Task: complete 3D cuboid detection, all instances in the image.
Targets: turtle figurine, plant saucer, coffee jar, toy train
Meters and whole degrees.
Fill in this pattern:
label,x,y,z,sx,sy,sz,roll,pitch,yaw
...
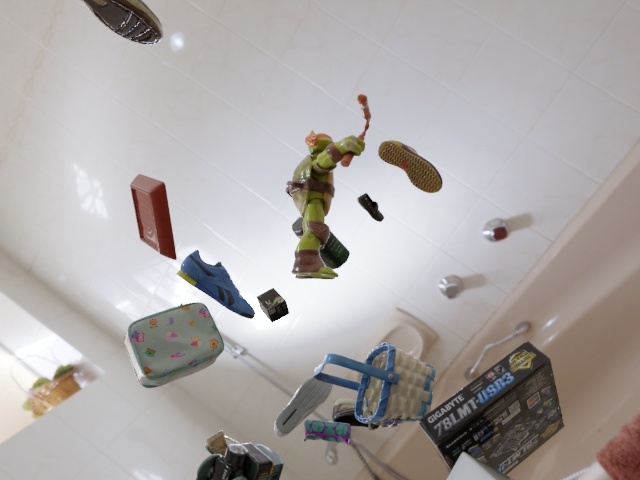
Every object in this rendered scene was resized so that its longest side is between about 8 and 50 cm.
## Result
label,x,y,z,sx,sy,sz,roll,pitch,yaw
turtle figurine,-0.003,-0.060,0.555,0.269,0.087,0.217,149,126,-73
plant saucer,-0.566,-0.079,1.391,0.047,0.258,0.259,-16,-67,-37
coffee jar,0.000,0.000,1.248,0.096,0.184,0.079,-7,40,54
toy train,-0.208,0.639,0.969,0.190,0.142,0.334,22,-97,-47

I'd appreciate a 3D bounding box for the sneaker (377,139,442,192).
label,x,y,z,sx,sy,sz,roll,pitch,yaw
sneaker,0.233,-0.190,1.032,0.084,0.185,0.070,-28,-24,-52

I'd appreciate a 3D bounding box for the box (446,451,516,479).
label,x,y,z,sx,sy,sz,roll,pitch,yaw
box,0.375,0.588,0.767,0.215,0.345,0.168,-58,19,-6

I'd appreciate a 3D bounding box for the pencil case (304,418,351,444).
label,x,y,z,sx,sy,sz,roll,pitch,yaw
pencil case,0.022,0.612,1.332,0.070,0.151,0.065,-31,-58,-80

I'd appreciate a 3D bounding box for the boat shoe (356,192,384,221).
label,x,y,z,sx,sy,sz,roll,pitch,yaw
boat shoe,0.182,-0.113,1.450,0.042,0.133,0.049,-31,32,29

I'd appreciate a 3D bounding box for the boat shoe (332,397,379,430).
label,x,y,z,sx,sy,sz,roll,pitch,yaw
boat shoe,0.178,0.614,1.457,0.092,0.285,0.103,-70,-24,-55

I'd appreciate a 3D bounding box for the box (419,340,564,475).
label,x,y,z,sx,sy,sz,roll,pitch,yaw
box,0.392,0.408,0.923,0.295,0.293,0.073,-35,34,-5

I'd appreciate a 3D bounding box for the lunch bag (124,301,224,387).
label,x,y,z,sx,sy,sz,roll,pitch,yaw
lunch bag,-0.463,0.322,1.335,0.279,0.224,0.108,-14,-28,-42

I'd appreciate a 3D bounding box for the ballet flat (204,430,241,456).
label,x,y,z,sx,sy,sz,roll,pitch,yaw
ballet flat,-0.221,0.593,1.122,0.067,0.206,0.073,-45,15,-23

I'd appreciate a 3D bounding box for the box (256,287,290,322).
label,x,y,z,sx,sy,sz,roll,pitch,yaw
box,-0.138,0.186,1.204,0.062,0.083,0.052,-26,-56,-21

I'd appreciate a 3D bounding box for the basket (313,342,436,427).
label,x,y,z,sx,sy,sz,roll,pitch,yaw
basket,0.133,0.368,1.086,0.255,0.288,0.201,107,-176,-64

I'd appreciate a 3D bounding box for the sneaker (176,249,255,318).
label,x,y,z,sx,sy,sz,roll,pitch,yaw
sneaker,-0.225,0.102,0.964,0.082,0.209,0.069,-55,11,-13

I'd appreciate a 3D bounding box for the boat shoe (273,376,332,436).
label,x,y,z,sx,sy,sz,roll,pitch,yaw
boat shoe,-0.074,0.642,1.634,0.302,0.109,0.094,-33,-19,-36

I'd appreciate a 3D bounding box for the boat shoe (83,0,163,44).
label,x,y,z,sx,sy,sz,roll,pitch,yaw
boat shoe,-0.378,-0.454,0.740,0.257,0.095,0.095,17,-110,-70
